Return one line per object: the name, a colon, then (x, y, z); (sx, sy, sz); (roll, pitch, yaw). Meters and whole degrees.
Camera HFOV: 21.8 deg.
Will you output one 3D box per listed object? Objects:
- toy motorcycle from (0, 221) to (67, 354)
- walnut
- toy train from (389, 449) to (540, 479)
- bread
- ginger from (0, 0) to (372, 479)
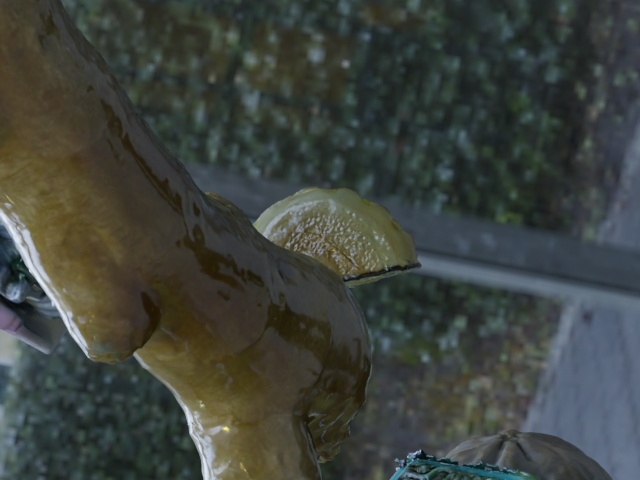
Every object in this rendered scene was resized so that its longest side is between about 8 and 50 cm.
toy motorcycle: (-0.297, -0.029, 1.112); (0.143, 0.327, 0.188); (-61, 3, -34)
walnut: (0.190, 0.289, 1.561); (0.224, 0.224, 0.224); (-169, 90, -84)
toy train: (0.125, 0.263, 1.351); (0.112, 0.203, 0.163); (-50, -57, -34)
bread: (0.000, 0.000, 1.430); (0.083, 0.157, 0.094); (4, -110, -85)
ginger: (-0.063, -0.007, 0.569); (0.299, 0.065, 0.118); (54, -147, -40)
